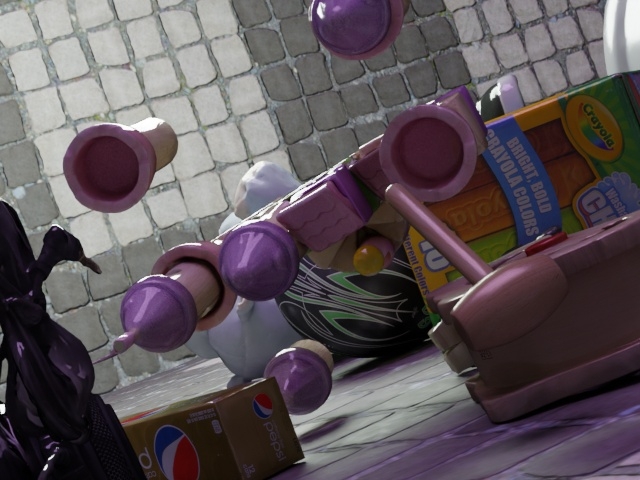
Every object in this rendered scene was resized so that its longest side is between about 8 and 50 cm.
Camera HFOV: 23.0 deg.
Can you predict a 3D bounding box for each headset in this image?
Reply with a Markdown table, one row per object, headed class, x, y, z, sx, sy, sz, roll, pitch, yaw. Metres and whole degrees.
| class | x | y | z | sx | sy | sz | roll | pitch | yaw |
| --- | --- | --- | --- | --- | --- | --- | --- | --- | --- |
| headset | -0.201 | 0.120 | 0.796 | 0.243 | 0.185 | 0.394 | -21 | -11 | -35 |

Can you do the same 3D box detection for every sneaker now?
| class | x | y | z | sx | sy | sz | roll | pitch | yaw |
| --- | --- | --- | --- | --- | --- | --- | --- | --- | --- |
| sneaker | 0.140 | -0.077 | 1.590 | 0.147 | 0.104 | 0.296 | -13 | -14 | -1 |

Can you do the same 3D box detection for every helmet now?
| class | x | y | z | sx | sy | sz | roll | pitch | yaw |
| --- | --- | --- | --- | --- | --- | --- | --- | --- | --- |
| helmet | 0.035 | 0.039 | 1.566 | 0.161 | 0.169 | 0.169 | 3 | -14 | -36 |

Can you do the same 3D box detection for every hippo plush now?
| class | x | y | z | sx | sy | sz | roll | pitch | yaw |
| --- | --- | --- | --- | --- | --- | --- | --- | --- | --- |
| hippo plush | -0.047 | 0.081 | 1.759 | 0.294 | 0.234 | 0.236 | 26 | 48 | 26 |

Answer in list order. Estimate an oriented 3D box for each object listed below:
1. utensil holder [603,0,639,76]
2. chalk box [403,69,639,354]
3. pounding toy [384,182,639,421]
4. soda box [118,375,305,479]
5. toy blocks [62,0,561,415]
| class | x | y | z | sx | sy | sz | roll | pitch | yaw |
| --- | --- | --- | --- | --- | --- | --- | --- | --- | --- |
| utensil holder | 0.482 | -0.207 | 1.414 | 0.328 | 0.327 | 0.385 | -20 | 2 | -16 |
| chalk box | 0.226 | -0.038 | 1.352 | 0.289 | 0.180 | 0.179 | -22 | 0 | 20 |
| pounding toy | 0.137 | 0.008 | 0.937 | 0.154 | 0.155 | 0.269 | -25 | 0 | 0 |
| soda box | -0.097 | 0.145 | 1.093 | 0.058 | 0.061 | 0.181 | -21 | 1 | -43 |
| toy blocks | 0.000 | 0.000 | 1.099 | 0.289 | 0.309 | 0.260 | -31 | 5 | 16 |
